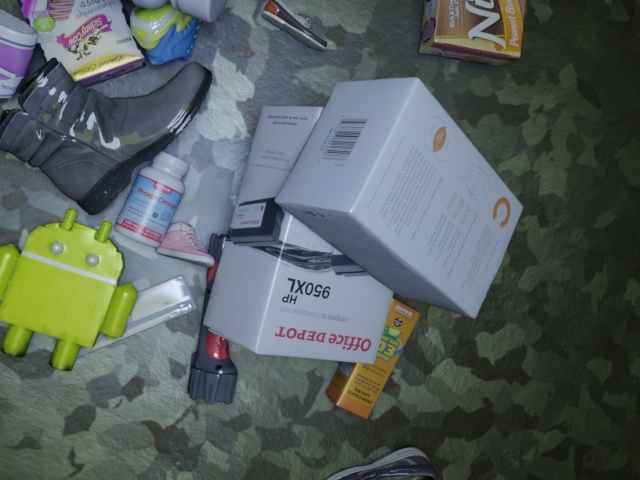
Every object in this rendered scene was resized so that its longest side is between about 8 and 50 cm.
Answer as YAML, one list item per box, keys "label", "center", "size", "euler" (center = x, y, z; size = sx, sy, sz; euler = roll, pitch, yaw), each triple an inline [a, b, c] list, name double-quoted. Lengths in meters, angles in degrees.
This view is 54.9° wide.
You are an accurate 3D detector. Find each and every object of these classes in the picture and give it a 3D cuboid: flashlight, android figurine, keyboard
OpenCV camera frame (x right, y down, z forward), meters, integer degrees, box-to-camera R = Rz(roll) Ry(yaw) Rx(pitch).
- label: "flashlight"
  center: [-0.171, 0.143, 1.125]
  size: [0.103, 0.103, 0.304]
  euler: [7, 90, -16]
- label: "android figurine"
  center: [-0.448, 0.082, 1.077]
  size: [0.248, 0.056, 0.273]
  euler: [22, 86, -11]
- label: "keyboard"
  center: [-0.360, 0.142, 1.129]
  size: [0.256, 0.014, 0.072]
  euler: [-22, 92, -11]

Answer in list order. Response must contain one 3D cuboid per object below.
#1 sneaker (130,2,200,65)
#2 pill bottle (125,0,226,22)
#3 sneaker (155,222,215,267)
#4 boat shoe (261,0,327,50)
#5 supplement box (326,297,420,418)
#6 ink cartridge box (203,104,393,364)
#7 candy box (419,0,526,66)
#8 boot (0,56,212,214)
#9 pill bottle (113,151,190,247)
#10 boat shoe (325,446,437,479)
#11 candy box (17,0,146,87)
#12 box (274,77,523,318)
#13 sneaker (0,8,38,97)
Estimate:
- label: "sneaker"
  center: [-0.251, -0.404, 1.095]
  size: [0.091, 0.126, 0.240]
  euler: [26, 58, 12]
- label: "pill bottle"
  center: [-0.309, -0.476, 0.923]
  size: [0.361, 0.204, 0.204]
  euler: [20, 89, -4]
- label: "sneaker"
  center: [-0.235, 0.003, 1.100]
  size: [0.051, 0.134, 0.070]
  euler: [35, 71, -53]
- label: "boat shoe"
  center: [-0.043, -0.405, 1.154]
  size: [0.137, 0.049, 0.043]
  euler: [30, 84, -8]
- label: "supplement box"
  center: [0.102, 0.221, 1.203]
  size: [0.078, 0.080, 0.233]
  euler: [28, 85, -15]
- label: "ink cartridge box"
  center: [0.000, 0.000, 1.071]
  size: [0.285, 0.166, 0.395]
  euler: [15, 90, -41]
- label: "candy box"
  center: [0.307, -0.518, 1.204]
  size: [0.183, 0.087, 0.316]
  euler: [6, 92, -13]
- label: "boot"
  center: [-0.358, -0.223, 1.019]
  size: [0.338, 0.118, 0.223]
  euler: [-48, 118, -4]
- label: "pill bottle"
  center: [-0.295, -0.074, 1.091]
  size: [0.087, 0.087, 0.160]
  euler: [24, 86, -13]
- label: "boat shoe"
  center: [0.097, 0.501, 1.207]
  size: [0.285, 0.092, 0.103]
  euler: [-21, 97, -11]
- label: "candy box"
  center: [-0.420, -0.390, 1.056]
  size: [0.159, 0.071, 0.233]
  euler: [-24, 98, -11]
- label: "box"
  center: [0.136, -0.057, 0.952]
  size: [0.345, 0.168, 0.215]
  euler: [37, 74, -39]
- label: "sneaker"
  center: [-0.610, -0.334, 1.004]
  size: [0.282, 0.102, 0.161]
  euler: [34, 115, 6]
